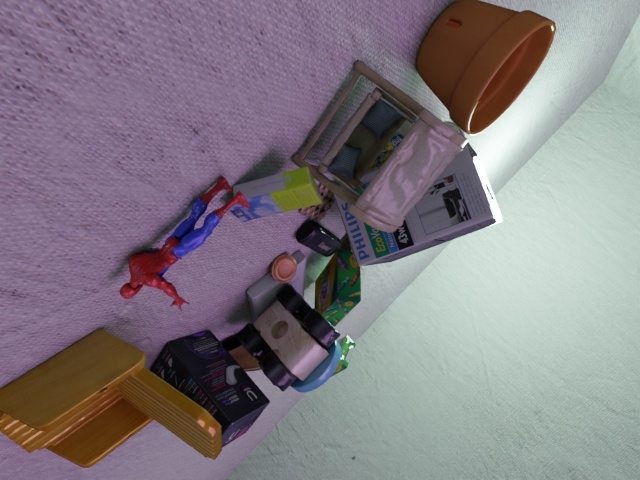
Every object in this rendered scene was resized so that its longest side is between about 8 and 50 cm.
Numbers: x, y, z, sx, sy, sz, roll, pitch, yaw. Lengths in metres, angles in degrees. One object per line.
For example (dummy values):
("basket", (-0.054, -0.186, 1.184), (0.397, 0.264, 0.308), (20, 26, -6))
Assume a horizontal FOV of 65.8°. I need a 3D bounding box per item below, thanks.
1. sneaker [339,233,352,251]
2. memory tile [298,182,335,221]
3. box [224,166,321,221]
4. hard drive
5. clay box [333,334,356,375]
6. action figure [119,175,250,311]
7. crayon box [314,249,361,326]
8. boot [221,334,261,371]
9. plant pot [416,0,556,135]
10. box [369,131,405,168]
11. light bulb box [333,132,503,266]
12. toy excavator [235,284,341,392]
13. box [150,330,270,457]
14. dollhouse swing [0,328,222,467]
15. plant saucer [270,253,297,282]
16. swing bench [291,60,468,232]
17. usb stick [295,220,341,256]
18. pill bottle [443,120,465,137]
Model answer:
("sneaker", (0.125, -0.010, 1.683), (0.192, 0.064, 0.086), (-53, 167, 18))
("memory tile", (0.002, -0.103, 1.323), (0.113, 0.012, 0.148), (-49, 160, 9))
("box", (-0.096, -0.091, 1.013), (0.178, 0.042, 0.109), (-13, 160, 8))
("hard drive", (-0.132, 0.173, 1.541), (0.203, 0.040, 0.307), (-37, 158, -23))
("clay box", (0.015, 0.427, 1.707), (0.222, 0.053, 0.127), (-39, -170, 32))
("action figure", (-0.249, 0.021, 0.940), (0.280, 0.091, 0.139), (-42, 151, -11))
("crayon box", (0.052, 0.164, 1.631), (0.081, 0.165, 0.278), (8, 152, -13))
("boot", (-0.233, 0.355, 1.608), (0.305, 0.112, 0.115), (-12, 131, -54))
("plant pot", (0.366, -0.423, 1.159), (0.291, 0.203, 0.291), (-39, 158, -19))
("box", (0.176, -0.245, 1.338), (0.169, 0.054, 0.059), (-25, 151, -46))
("light bulb box", (0.281, -0.094, 1.370), (0.361, 0.225, 0.358), (-21, 172, 22))
("toy excavator", (-0.058, 0.336, 1.562), (0.222, 0.433, 0.445), (-44, 132, -7))
("box", (-0.296, 0.392, 1.296), (0.143, 0.270, 0.165), (-55, 158, 21))
("dollhouse swing", (-0.423, 0.411, 1.035), (0.315, 0.305, 0.346), (-35, 158, -30))
("plant saucer", (-0.101, 0.080, 1.395), (0.084, 0.013, 0.083), (-10, 108, -33))
("swing bench", (0.127, -0.189, 1.053), (0.253, 0.255, 0.165), (-54, 159, 20))
("usb stick", (0.000, 0.000, 1.466), (0.077, 0.045, 0.278), (-46, 161, 4))
("pill bottle", (0.340, -0.284, 1.496), (0.208, 0.117, 0.117), (-29, 154, -41))
